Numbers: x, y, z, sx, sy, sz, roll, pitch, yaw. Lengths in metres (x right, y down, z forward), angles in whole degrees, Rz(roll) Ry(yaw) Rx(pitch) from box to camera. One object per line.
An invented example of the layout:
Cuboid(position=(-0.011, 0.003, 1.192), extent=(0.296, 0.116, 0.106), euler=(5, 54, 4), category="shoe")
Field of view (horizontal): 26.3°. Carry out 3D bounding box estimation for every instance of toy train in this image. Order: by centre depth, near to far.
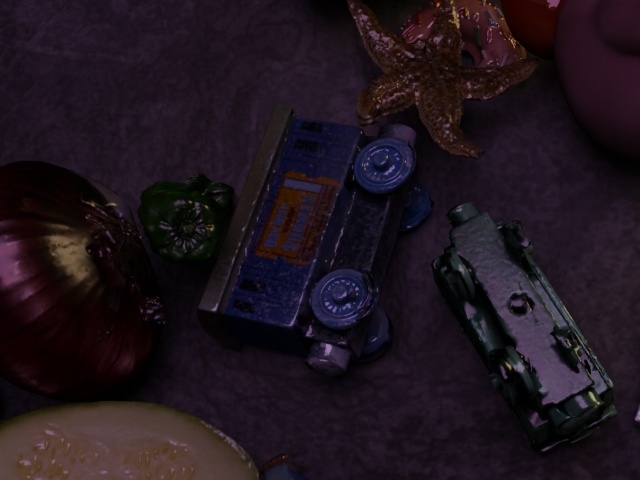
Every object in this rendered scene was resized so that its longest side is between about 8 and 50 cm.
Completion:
Cuboid(position=(0.201, 0.088, 1.424), extent=(0.115, 0.154, 0.269), euler=(-28, 65, -4), category="toy train")
Cuboid(position=(0.000, 0.000, 1.521), extent=(0.202, 0.131, 0.299), euler=(11, 66, 20), category="toy train")

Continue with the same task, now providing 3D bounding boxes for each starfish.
Cuboid(position=(0.128, -0.189, 1.530), extent=(0.236, 0.062, 0.277), euler=(-23, 54, -20), category="starfish")

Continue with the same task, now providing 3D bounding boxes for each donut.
Cuboid(position=(0.166, -0.243, 1.626), extent=(0.166, 0.065, 0.117), euler=(6, 69, 11), category="donut")

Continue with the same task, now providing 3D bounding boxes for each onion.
Cuboid(position=(-0.311, 0.057, 1.485), extent=(0.285, 0.273, 0.273), euler=(-26, 62, 26), category="onion")

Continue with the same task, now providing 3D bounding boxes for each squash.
Cuboid(position=(-0.217, 0.243, 1.383), extent=(0.261, 0.189, 0.189), euler=(-17, 62, 28), category="squash")

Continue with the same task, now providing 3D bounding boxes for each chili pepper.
Cuboid(position=(-0.150, -0.029, 1.503), extent=(0.099, 0.253, 0.083), euler=(8, 101, -1), category="chili pepper")

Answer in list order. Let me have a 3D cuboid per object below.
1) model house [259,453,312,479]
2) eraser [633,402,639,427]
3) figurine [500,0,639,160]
Cuboid(position=(-0.035, 0.299, 1.412), extent=(0.148, 0.119, 0.148), euler=(-31, 37, 21), category="model house")
Cuboid(position=(0.401, 0.141, 1.436), extent=(0.104, 0.023, 0.150), euler=(18, 71, 18), category="eraser")
Cuboid(position=(0.362, -0.195, 1.498), extent=(0.270, 0.211, 0.261), euler=(-7, 20, -21), category="figurine")
